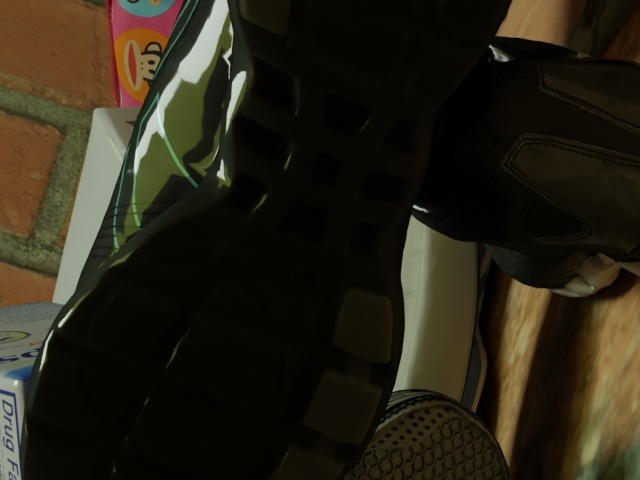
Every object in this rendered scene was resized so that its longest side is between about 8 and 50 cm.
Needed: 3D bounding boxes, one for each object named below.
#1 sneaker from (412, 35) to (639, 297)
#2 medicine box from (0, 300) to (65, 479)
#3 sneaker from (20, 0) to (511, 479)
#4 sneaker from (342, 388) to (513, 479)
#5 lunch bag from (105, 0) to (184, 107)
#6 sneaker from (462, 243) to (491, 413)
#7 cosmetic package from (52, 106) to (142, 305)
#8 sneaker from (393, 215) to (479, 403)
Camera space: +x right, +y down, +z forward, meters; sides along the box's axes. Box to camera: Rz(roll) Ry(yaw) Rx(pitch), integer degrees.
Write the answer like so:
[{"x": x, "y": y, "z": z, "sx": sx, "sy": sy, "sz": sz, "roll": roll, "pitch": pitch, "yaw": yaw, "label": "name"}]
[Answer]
[{"x": 0.071, "y": -0.029, "z": 0.557, "sx": 0.234, "sy": 0.106, "sz": 0.078, "roll": 161, "pitch": 126, "yaw": -85, "label": "sneaker"}, {"x": -0.177, "y": 0.188, "z": 1.042, "sx": 0.289, "sy": 0.149, "sz": 0.264, "roll": 7, "pitch": 102, "yaw": 55, "label": "medicine box"}, {"x": -0.012, "y": -0.017, "z": 0.491, "sx": 0.106, "sy": 0.101, "sz": 0.267, "roll": -102, "pitch": 36, "yaw": -70, "label": "sneaker"}, {"x": 0.023, "y": 0.177, "z": 0.441, "sx": 0.146, "sy": 0.134, "sz": 0.344, "roll": -48, "pitch": 22, "yaw": 41, "label": "sneaker"}, {"x": -0.031, "y": -0.104, "z": 1.302, "sx": 0.120, "sy": 0.258, "sz": 0.293, "roll": -58, "pitch": -30, "yaw": -53, "label": "lunch bag"}, {"x": -0.006, "y": 0.025, "z": 0.839, "sx": 0.127, "sy": 0.182, "sz": 0.316, "roll": 106, "pitch": 179, "yaw": -51, "label": "sneaker"}, {"x": -0.087, "y": 0.088, "z": 1.220, "sx": 0.156, "sy": 0.217, "sz": 0.385, "roll": 59, "pitch": 143, "yaw": 39, "label": "cosmetic package"}, {"x": -0.018, "y": 0.096, "z": 0.624, "sx": 0.106, "sy": 0.123, "sz": 0.290, "roll": 101, "pitch": -172, "yaw": -61, "label": "sneaker"}]
